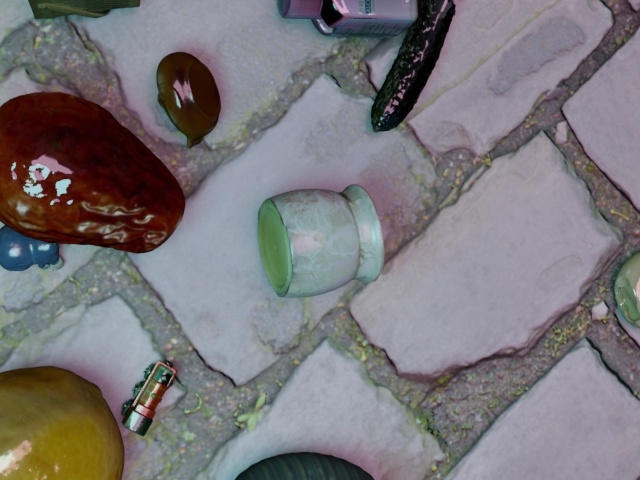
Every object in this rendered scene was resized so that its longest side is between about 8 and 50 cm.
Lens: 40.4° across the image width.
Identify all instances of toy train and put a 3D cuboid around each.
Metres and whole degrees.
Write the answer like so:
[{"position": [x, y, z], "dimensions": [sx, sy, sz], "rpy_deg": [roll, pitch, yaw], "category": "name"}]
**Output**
[{"position": [-0.226, 0.206, 1.154], "dimensions": [0.044, 0.064, 0.103], "rpy_deg": [32, 78, -12], "category": "toy train"}]

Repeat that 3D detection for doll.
[{"position": [-0.378, 0.003, 1.125], "dimensions": [0.083, 0.050, 0.076], "rpy_deg": [-7, 85, -16], "category": "doll"}]

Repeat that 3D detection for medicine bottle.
[{"position": [0.000, 0.000, 1.195], "dimensions": [0.143, 0.147, 0.147], "rpy_deg": [-9, 90, -21], "category": "medicine bottle"}, {"position": [0.037, -0.357, 1.251], "dimensions": [0.188, 0.094, 0.119], "rpy_deg": [-4, 87, -18], "category": "medicine bottle"}]

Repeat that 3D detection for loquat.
[{"position": [-0.353, 0.268, 1.047], "dimensions": [0.238, 0.193, 0.238], "rpy_deg": [-1, 92, -41], "category": "loquat"}]

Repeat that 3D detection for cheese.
[{"position": [0.588, 0.064, 1.425], "dimensions": [0.227, 0.064, 0.137], "rpy_deg": [-19, 95, -19], "category": "cheese"}]

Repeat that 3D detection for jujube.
[{"position": [-0.299, -0.076, 1.094], "dimensions": [0.255, 0.190, 0.190], "rpy_deg": [32, 78, -30], "category": "jujube"}]

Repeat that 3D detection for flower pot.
[{"position": [-0.021, 0.379, 1.164], "dimensions": [0.243, 0.157, 0.189], "rpy_deg": [11, 83, -16], "category": "flower pot"}]

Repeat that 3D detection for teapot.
[{"position": [-0.186, -0.191, 1.187], "dimensions": [0.098, 0.078, 0.129], "rpy_deg": [-45, 120, -55], "category": "teapot"}]

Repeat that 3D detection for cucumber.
[{"position": [0.138, -0.264, 1.299], "dimensions": [0.067, 0.067, 0.245], "rpy_deg": [24, 82, -15], "category": "cucumber"}]

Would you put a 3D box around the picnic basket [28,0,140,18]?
[{"position": [-0.299, -0.378, 1.059], "dimensions": [0.139, 0.267, 0.165], "rpy_deg": [-10, 93, -13], "category": "picnic basket"}]
